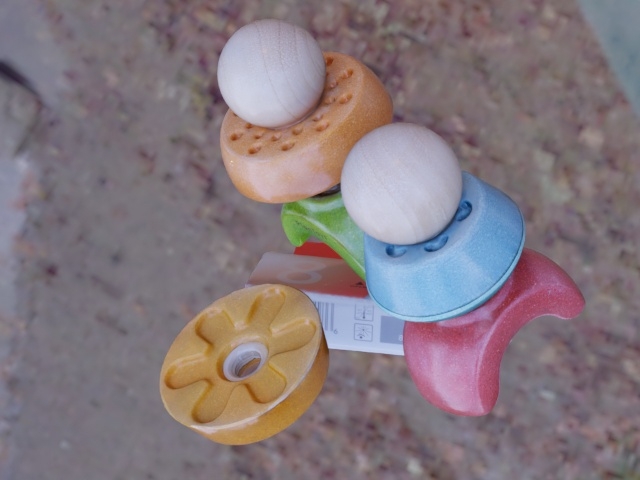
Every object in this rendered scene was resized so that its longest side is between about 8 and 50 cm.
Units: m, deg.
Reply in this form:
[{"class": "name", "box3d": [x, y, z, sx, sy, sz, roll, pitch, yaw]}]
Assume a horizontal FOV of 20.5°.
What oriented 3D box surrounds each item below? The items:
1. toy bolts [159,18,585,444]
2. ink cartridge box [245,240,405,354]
[{"class": "toy bolts", "box3d": [0.000, 0.000, 0.936, 0.228, 0.218, 0.158, 22, 154, 45]}, {"class": "ink cartridge box", "box3d": [0.038, 0.022, 1.187, 0.145, 0.179, 0.045, 5, 113, 9]}]
